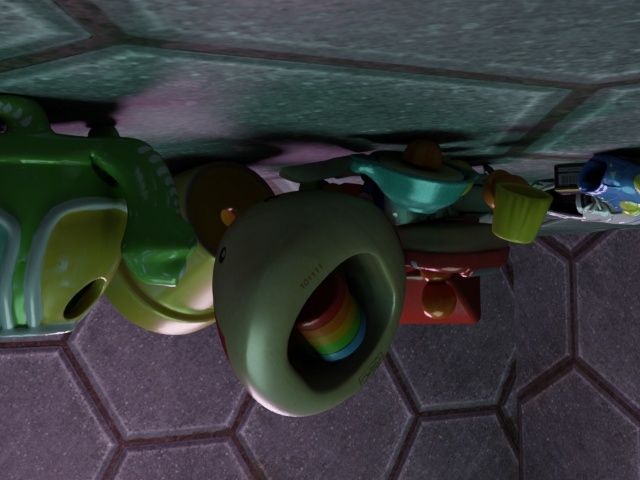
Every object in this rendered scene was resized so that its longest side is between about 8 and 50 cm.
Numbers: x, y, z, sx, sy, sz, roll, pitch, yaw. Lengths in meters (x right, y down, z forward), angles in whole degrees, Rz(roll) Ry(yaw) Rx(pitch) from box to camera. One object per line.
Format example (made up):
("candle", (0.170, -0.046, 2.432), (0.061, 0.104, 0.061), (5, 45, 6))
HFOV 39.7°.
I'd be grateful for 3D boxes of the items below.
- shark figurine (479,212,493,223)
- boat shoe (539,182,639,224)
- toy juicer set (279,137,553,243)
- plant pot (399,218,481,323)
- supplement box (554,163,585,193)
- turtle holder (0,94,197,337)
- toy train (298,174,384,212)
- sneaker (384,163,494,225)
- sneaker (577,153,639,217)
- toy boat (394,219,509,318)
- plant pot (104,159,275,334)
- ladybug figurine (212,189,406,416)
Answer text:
("shark figurine", (0.261, -0.029, 2.091), (0.278, 0.116, 0.166), (-4, 179, 39))
("boat shoe", (0.489, -0.069, 1.571), (0.084, 0.095, 0.258), (-5, 179, -33))
("toy juicer set", (0.133, -0.095, 1.152), (0.329, 0.089, 0.209), (14, -162, 9))
("plant pot", (0.179, 0.016, 1.783), (0.267, 0.267, 0.236), (-2, 164, 13))
("supplement box", (0.413, -0.098, 1.441), (0.055, 0.043, 0.083), (-2, 176, 22))
("turtle holder", (-0.292, -0.016, 0.923), (0.321, 0.227, 0.243), (0, 177, -9))
("toy train", (0.027, -0.072, 1.427), (0.144, 0.105, 0.248), (12, -179, 13))
("sneaker", (0.187, -0.073, 1.332), (0.151, 0.094, 0.256), (4, -171, 22))
("sneaker", (0.448, -0.095, 1.341), (0.126, 0.091, 0.240), (17, 179, 4))
("toy boat", (0.178, 0.047, 1.367), (0.151, 0.151, 0.231), (-6, -172, -34))
("plant pot", (-0.188, -0.003, 1.352), (0.254, 0.253, 0.239), (1, 162, -35))
("ladybug figurine", (-0.020, 0.084, 1.242), (0.162, 0.305, 0.449), (32, 162, 30))
